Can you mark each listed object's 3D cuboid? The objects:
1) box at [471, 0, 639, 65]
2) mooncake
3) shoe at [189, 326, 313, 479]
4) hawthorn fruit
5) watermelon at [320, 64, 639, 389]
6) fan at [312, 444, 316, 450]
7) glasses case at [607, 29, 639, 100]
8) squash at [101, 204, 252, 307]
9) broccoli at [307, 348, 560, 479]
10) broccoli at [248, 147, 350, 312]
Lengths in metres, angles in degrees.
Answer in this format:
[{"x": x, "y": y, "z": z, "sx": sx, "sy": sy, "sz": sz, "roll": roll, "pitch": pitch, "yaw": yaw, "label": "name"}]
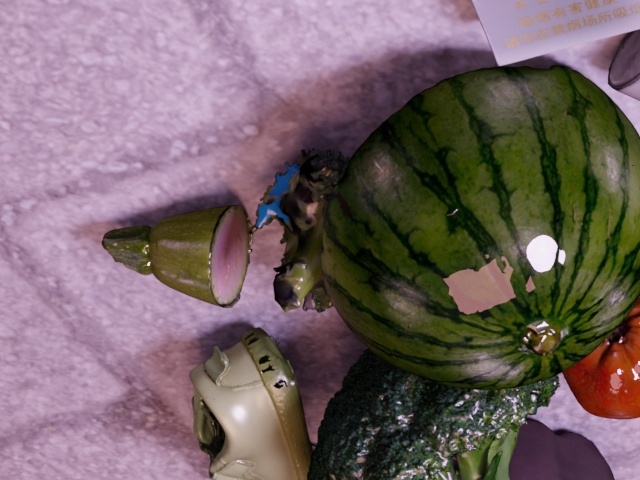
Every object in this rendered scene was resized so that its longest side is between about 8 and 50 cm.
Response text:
[{"x": 0.182, "y": -0.264, "z": 1.513, "sx": 0.155, "sy": 0.067, "sz": 0.243, "roll": -16, "pitch": 136, "yaw": 15, "label": "box"}, {"x": 0.228, "y": 0.312, "z": 2.106, "sx": 0.244, "sy": 0.133, "sz": 0.245, "roll": 0, "pitch": 139, "yaw": 0, "label": "mooncake"}, {"x": -0.074, "y": 0.201, "z": 1.996, "sx": 0.128, "sy": 0.140, "sz": 0.262, "roll": -8, "pitch": 133, "yaw": -5, "label": "shoe"}, {"x": 0.311, "y": 0.123, "z": 1.898, "sx": 0.132, "sy": 0.133, "sz": 0.138, "roll": -6, "pitch": 147, "yaw": 7, "label": "hawthorn fruit"}, {"x": 0.181, "y": 0.010, "z": 1.665, "sx": 0.330, "sy": 0.189, "sz": 0.331, "roll": -20, "pitch": 133, "yaw": -23, "label": "watermelon"}, {"x": -0.005, "y": 0.281, "z": 2.168, "sx": 0.226, "sy": 0.008, "sz": 0.152, "roll": 4, "pitch": 137, "yaw": -2, "label": "fan"}, {"x": 0.412, "y": -0.123, "z": 1.673, "sx": 0.299, "sy": 0.060, "sz": 0.114, "roll": 22, "pitch": 131, "yaw": -23, "label": "glasses case"}, {"x": -0.146, "y": 0.012, "z": 1.823, "sx": 0.132, "sy": 0.105, "sz": 0.105, "roll": 4, "pitch": 141, "yaw": 20, "label": "squash"}, {"x": 0.127, "y": 0.228, "z": 1.900, "sx": 0.297, "sy": 0.297, "sz": 0.297, "roll": -22, "pitch": 178, "yaw": -1, "label": "broccoli"}, {"x": 0.000, "y": 0.000, "z": 1.748, "sx": 0.154, "sy": 0.160, "sz": 0.167, "roll": 48, "pitch": 138, "yaw": -6, "label": "broccoli"}]
